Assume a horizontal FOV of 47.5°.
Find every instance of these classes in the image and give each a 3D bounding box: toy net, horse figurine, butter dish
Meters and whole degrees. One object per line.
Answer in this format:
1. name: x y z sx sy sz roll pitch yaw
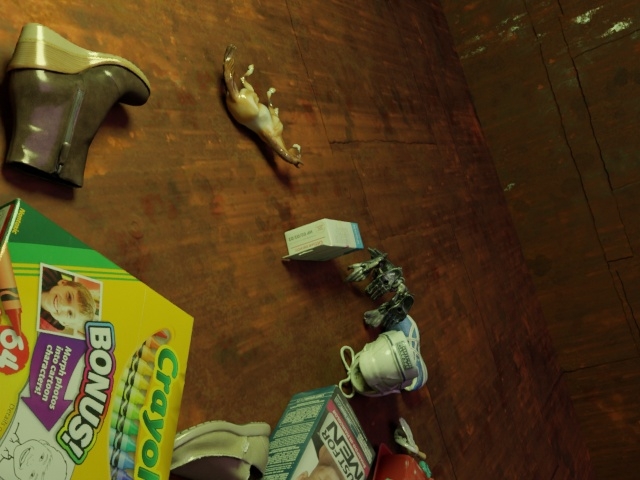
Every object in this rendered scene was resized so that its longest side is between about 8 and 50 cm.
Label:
1. toy net: 0.218 0.515 1.646 0.232 0.045 0.122 61 11 -5
2. horse figurine: -0.132 -0.276 1.499 0.263 0.066 0.175 44 32 -45
3. butter dish: 0.188 0.524 1.526 0.160 0.118 0.160 57 31 -25

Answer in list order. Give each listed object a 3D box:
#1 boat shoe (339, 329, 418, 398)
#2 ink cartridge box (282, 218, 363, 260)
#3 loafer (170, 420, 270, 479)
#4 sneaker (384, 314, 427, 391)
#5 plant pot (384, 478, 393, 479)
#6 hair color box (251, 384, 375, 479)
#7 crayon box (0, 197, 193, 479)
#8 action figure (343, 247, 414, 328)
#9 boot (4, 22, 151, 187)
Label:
1. boat shoe: 0.109 0.274 1.531 0.367 0.156 0.136 81 -10 -81
2. ink cartridge box: 0.000 0.000 1.521 0.181 0.104 0.062 6 68 -60
3. loafer: -0.151 0.318 1.059 0.268 0.101 0.092 17 53 -58
4. sneaker: 0.204 0.265 1.754 0.081 0.080 0.211 -25 95 -65
5. plant pot: 0.158 0.548 1.272 0.234 0.166 0.165 39 23 22
6. hair color box: -0.027 0.420 1.217 0.174 0.105 0.347 62 30 -16
7. crayon box: -0.307 0.188 0.850 0.313 0.106 0.363 43 39 -42
8. action figure: 0.134 0.108 1.675 0.164 0.140 0.276 59 3 -6
9. boot: -0.348 -0.175 1.056 0.248 0.090 0.207 17 71 -59
